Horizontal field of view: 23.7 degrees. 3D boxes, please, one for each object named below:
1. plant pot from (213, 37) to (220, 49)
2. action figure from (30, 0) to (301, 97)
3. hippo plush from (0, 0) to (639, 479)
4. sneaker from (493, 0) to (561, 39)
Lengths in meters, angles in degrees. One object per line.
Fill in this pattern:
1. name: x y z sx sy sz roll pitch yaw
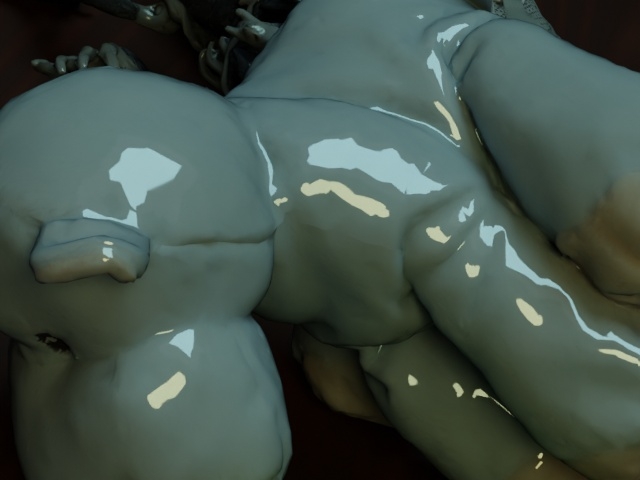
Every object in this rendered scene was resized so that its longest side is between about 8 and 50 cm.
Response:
1. plant pot: -0.020 -0.146 0.893 0.134 0.134 0.095 13 60 -18
2. action figure: -0.076 -0.127 0.785 0.276 0.164 0.141 32 13 30
3. hippo plush: 0.000 0.000 0.546 0.236 0.294 0.234 -19 20 -36
4. sneaker: 0.085 -0.205 1.044 0.105 0.115 0.281 3 37 -31
